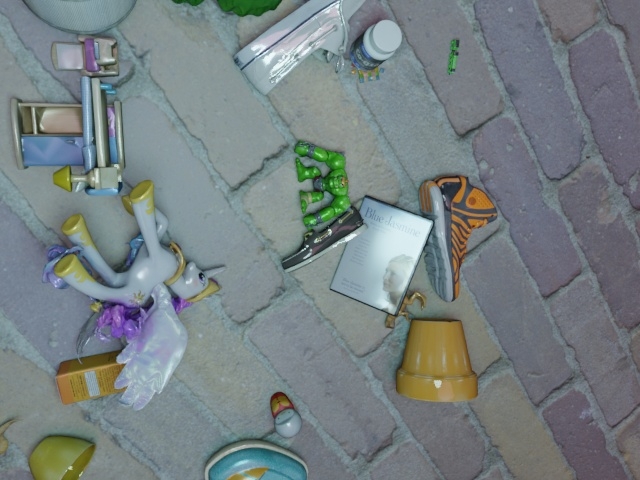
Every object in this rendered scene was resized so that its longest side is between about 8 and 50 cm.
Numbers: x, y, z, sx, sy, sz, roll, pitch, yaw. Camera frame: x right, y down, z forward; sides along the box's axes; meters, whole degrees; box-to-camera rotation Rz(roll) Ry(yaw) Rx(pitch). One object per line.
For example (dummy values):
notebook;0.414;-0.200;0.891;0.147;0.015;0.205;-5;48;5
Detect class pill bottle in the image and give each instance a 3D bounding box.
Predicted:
pill bottle;0.121;-0.426;1.157;0.078;0.137;0.078;-1;93;-15

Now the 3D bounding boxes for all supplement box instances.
supplement box;-0.453;0.292;1.179;0.233;0.078;0.080;-11;105;-14

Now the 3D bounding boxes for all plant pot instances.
plant pot;-0.581;0.488;1.169;0.095;0.134;0.134;29;93;6
plant pot;0.297;0.298;1.362;0.205;0.205;0.188;1;86;-17

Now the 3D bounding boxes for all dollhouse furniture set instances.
dollhouse furniture set;-0.463;-0.232;0.937;0.198;0.303;0.287;-3;103;-17

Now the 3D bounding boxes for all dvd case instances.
dvd case;0.149;0.038;1.293;0.180;0.022;0.253;22;96;10

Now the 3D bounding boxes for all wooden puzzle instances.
wooden puzzle;0.111;-0.397;1.236;0.083;0.006;0.049;-15;106;-14

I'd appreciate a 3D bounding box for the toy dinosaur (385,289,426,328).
toy dinosaur;0.211;0.139;1.346;0.112;0.064;0.212;9;104;5

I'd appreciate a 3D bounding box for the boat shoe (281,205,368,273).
boat shoe;0.000;0.000;1.256;0.227;0.081;0.069;-30;92;-6

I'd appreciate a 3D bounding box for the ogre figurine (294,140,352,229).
ogre figurine;0.007;-0.133;1.221;0.118;0.097;0.197;-7;76;-2

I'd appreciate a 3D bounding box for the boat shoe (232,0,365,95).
boat shoe;0.005;-0.431;1.128;0.367;0.136;0.156;-37;110;-3

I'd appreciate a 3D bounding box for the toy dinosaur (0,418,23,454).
toy dinosaur;-0.725;0.438;1.152;0.092;0.053;0.183;26;101;-36

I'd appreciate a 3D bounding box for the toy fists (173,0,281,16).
toy fists;-0.209;-0.516;1.041;0.279;0.142;0.096;3;86;-18

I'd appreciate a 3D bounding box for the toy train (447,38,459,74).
toy train;0.323;-0.445;1.281;0.017;0.023;0.083;1;102;-17

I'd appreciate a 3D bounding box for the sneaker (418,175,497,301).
sneaker;0.362;-0.007;1.339;0.180;0.124;0.321;-11;105;-13

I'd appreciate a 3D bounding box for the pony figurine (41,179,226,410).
pony figurine;-0.367;0.101;1.049;0.351;0.302;0.363;-51;142;-20

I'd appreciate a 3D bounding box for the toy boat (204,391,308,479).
toy boat;-0.134;0.537;1.295;0.267;0.148;0.318;18;97;-20

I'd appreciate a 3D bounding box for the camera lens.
camera lens;-0.424;-0.496;0.892;0.219;0.274;0.220;0;89;-17
